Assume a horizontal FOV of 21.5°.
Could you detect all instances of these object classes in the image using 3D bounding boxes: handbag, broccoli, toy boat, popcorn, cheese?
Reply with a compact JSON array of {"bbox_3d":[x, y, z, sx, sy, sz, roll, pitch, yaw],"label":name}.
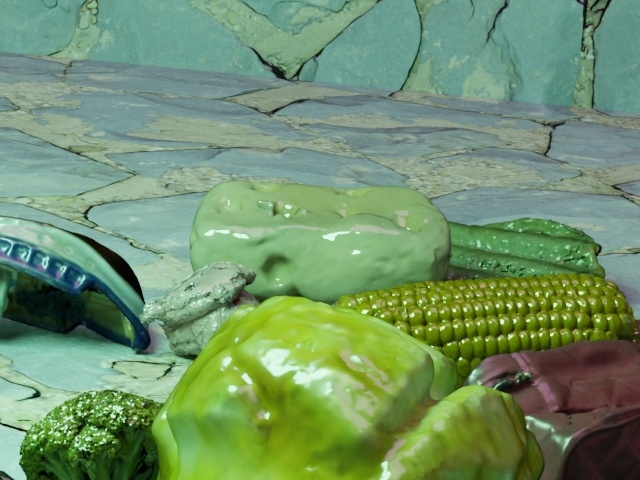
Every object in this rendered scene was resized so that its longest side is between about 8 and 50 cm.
[{"bbox_3d":[0.200,0.160,1.242,0.225,0.146,0.135,-4,23,-36],"label":"handbag"},{"bbox_3d":[-0.147,0.161,1.172,0.131,0.130,0.120,28,42,-41],"label":"broccoli"},{"bbox_3d":[-0.283,0.051,1.563,0.262,0.115,0.114,11,-29,-10],"label":"toy boat"},{"bbox_3d":[-0.009,0.172,0.965,0.225,0.277,0.276,21,18,15],"label":"popcorn"},{"bbox_3d":[0.000,-0.002,1.706,0.262,0.093,0.159,4,25,2],"label":"cheese"}]

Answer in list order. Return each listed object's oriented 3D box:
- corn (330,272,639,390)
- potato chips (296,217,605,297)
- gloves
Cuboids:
[{"bbox_3d":[0.160,0.091,1.554,0.321,0.119,0.119,-3,17,-15],"label":"corn"},{"bbox_3d":[0.098,0.029,1.846,0.429,0.070,0.358,13,20,30],"label":"potato chips"},{"bbox_3d":[-0.087,0.074,1.568,0.144,0.094,0.110,21,31,23],"label":"gloves"}]
